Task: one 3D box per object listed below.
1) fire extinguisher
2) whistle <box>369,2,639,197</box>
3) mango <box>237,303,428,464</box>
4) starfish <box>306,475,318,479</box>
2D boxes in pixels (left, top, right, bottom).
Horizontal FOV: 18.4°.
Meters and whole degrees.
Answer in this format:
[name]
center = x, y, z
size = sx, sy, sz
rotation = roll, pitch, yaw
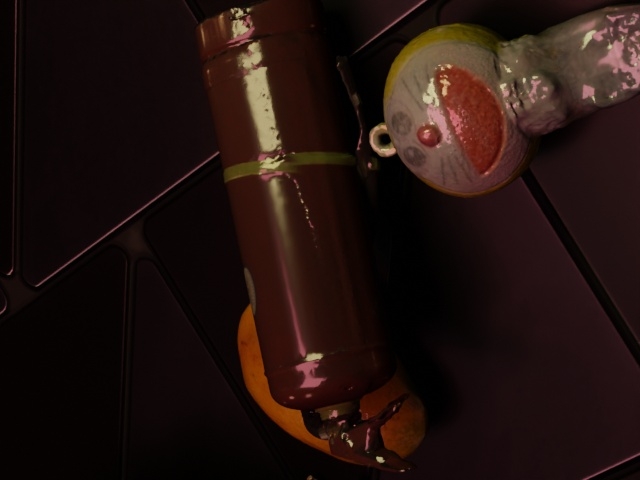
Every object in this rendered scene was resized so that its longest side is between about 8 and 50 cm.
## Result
[fire extinguisher]
center = 0.000, 0.000, 1.389
size = 0.141, 0.105, 0.341
rotation = -22, 79, 57
[whistle]
center = 0.129, -0.098, 1.308
size = 0.223, 0.123, 0.123
rotation = -19, 98, 25
[mango]
center = 0.006, 0.104, 1.497
size = 0.115, 0.089, 0.165
rotation = -39, 87, 30
[starfish]
center = 0.012, 0.224, 1.579
size = 0.091, 0.028, 0.078
rotation = -6, 99, 41
